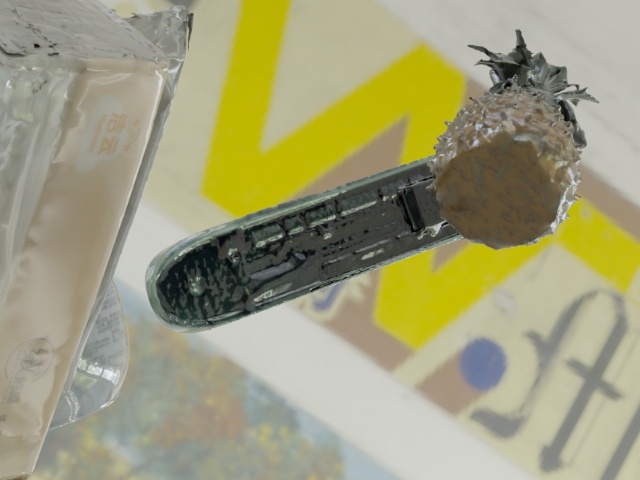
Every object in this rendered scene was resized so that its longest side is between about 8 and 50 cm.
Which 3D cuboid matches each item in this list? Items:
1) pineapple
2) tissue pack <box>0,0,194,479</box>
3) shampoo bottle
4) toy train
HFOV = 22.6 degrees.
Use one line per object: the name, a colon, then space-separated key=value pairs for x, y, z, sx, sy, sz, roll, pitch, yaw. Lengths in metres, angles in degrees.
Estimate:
pineapple: x=0.151 y=-0.089 z=1.234 sx=0.125 sy=0.251 sz=0.125 roll=7 pitch=-62 yaw=13
tissue pack: x=-0.211 y=-0.023 z=1.010 sx=0.239 sy=0.305 sz=0.238 roll=18 pitch=23 yaw=-8
shampoo bottle: x=-0.393 y=0.107 z=2.081 sx=0.273 sy=0.273 sz=0.266 roll=-5 pitch=-80 yaw=65
toy train: x=0.000 y=0.000 z=1.443 sx=0.088 sy=0.407 sz=0.086 roll=-20 pitch=-91 yaw=55
